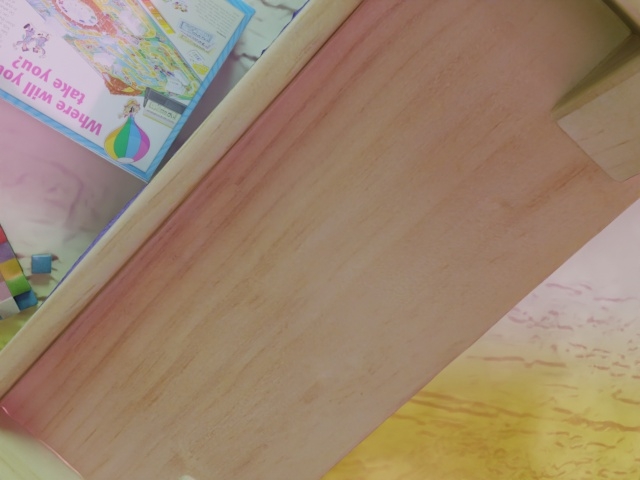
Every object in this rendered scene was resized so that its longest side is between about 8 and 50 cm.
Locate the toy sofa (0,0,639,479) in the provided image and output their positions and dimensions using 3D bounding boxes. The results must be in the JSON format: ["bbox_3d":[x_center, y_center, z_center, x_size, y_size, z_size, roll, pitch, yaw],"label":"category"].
[{"bbox_3d":[0.000,0.000,0.422,0.150,0.177,0.362,42,110,-6],"label":"toy sofa"}]

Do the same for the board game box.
[{"bbox_3d":[-0.122,-0.110,0.443,0.154,0.026,0.103,32,95,-25],"label":"board game box"}]

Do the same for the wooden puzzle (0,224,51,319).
[{"bbox_3d":[-0.179,0.022,0.479,0.083,0.006,0.049,-23,114,-11],"label":"wooden puzzle"}]
